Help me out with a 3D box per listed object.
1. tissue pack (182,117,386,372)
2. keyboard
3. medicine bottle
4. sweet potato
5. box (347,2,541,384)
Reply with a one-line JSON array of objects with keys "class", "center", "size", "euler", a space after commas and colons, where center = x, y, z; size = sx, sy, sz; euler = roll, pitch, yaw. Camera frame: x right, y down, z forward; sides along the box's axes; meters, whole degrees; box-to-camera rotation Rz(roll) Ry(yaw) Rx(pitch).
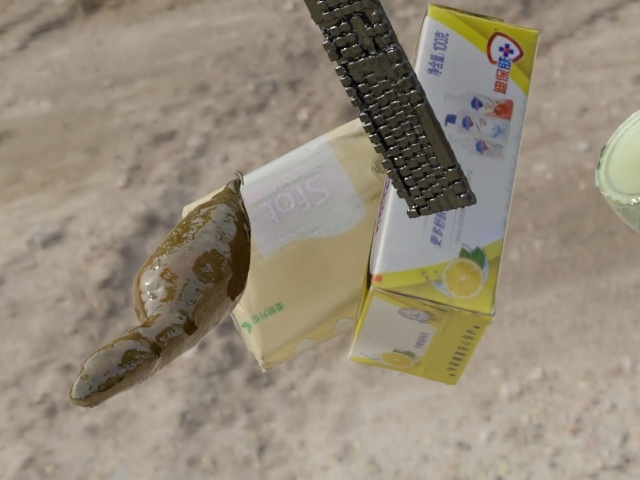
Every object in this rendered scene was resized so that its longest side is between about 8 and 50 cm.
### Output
[{"class": "tissue pack", "center": [0.000, 0.000, 1.545], "size": [0.222, 0.090, 0.186], "euler": [-27, 74, -2]}, {"class": "keyboard", "center": [0.045, -0.102, 1.116], "size": [0.060, 0.195, 0.018], "euler": [-10, 26, 43]}, {"class": "medicine bottle", "center": [0.392, -0.061, 1.735], "size": [0.147, 0.143, 0.147], "euler": [-34, 36, 29]}, {"class": "sweet potato", "center": [-0.103, 0.046, 1.160], "size": [0.074, 0.075, 0.269], "euler": [1, 34, 24]}, {"class": "box", "center": [0.100, -0.036, 1.314], "size": [0.097, 0.168, 0.265], "euler": [12, 68, 0]}]
